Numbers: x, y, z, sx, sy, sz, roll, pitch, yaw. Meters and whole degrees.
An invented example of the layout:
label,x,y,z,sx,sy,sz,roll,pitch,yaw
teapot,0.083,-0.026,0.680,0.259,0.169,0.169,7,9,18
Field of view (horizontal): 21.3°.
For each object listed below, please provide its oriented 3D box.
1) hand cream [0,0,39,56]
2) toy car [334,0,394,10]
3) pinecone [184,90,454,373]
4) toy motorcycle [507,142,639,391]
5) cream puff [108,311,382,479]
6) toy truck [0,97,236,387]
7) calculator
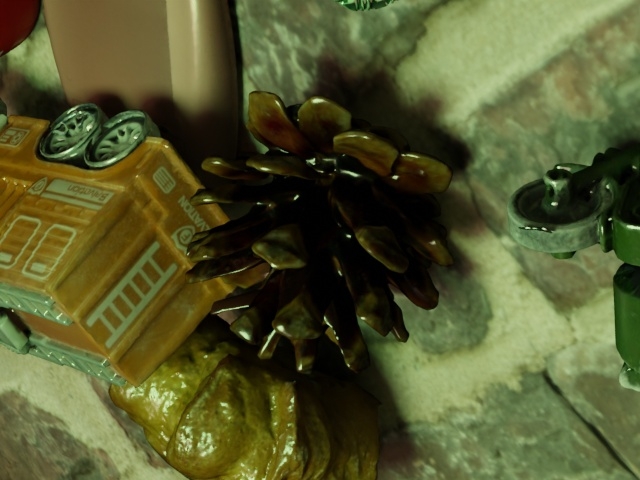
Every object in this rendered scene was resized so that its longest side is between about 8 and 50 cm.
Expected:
label,x,y,z,sx,sy,sz,roll,pitch,yaw
hand cream,-0.366,-0.240,1.586,0.193,0.125,0.193,28,137,30
toy car,0.027,-0.236,1.234,0.055,0.069,0.142,-113,7,-63
pinecone,-0.002,0.002,1.349,0.202,0.201,0.229,30,164,47
toy motorcycle,0.269,0.035,1.157,0.275,0.127,0.205,14,130,31
cream puff,-0.062,0.167,1.527,0.269,0.155,0.241,25,-174,-37
toy truck,-0.253,-0.002,1.538,0.387,0.207,0.173,12,147,49
calculator,-0.165,-0.199,1.475,0.220,0.048,0.330,23,132,35
